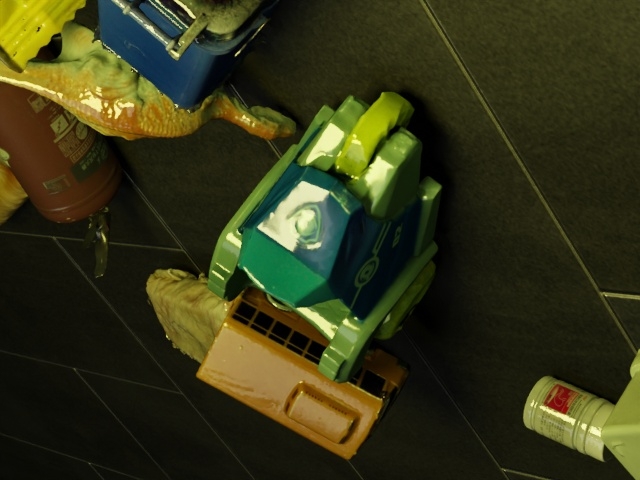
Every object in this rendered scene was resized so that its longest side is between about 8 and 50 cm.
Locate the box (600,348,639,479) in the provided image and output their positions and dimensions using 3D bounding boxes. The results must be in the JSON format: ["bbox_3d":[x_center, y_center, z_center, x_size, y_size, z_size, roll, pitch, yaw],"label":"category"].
[{"bbox_3d":[0.354,0.179,1.271,0.210,0.129,0.148,48,152,-15],"label":"box"}]

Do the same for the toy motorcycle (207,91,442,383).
[{"bbox_3d":[0.000,0.000,1.385,0.191,0.200,0.326,36,156,10],"label":"toy motorcycle"}]

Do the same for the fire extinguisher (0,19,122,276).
[{"bbox_3d":[-0.316,-0.115,1.701,0.114,0.135,0.337,-9,134,22],"label":"fire extinguisher"}]

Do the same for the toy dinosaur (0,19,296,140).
[{"bbox_3d":[-0.220,-0.159,1.399,0.205,0.393,0.092,59,137,40],"label":"toy dinosaur"}]

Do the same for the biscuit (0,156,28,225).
[{"bbox_3d":[-0.474,-0.130,1.970,0.237,0.062,0.290,43,155,-8],"label":"biscuit"}]

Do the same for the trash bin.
[{"bbox_3d":[-0.109,-0.208,1.226,0.162,0.184,0.234,41,160,1],"label":"trash bin"}]

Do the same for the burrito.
[{"bbox_3d":[-0.086,0.106,1.790,0.175,0.107,0.347,40,160,-33],"label":"burrito"}]

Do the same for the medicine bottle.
[{"bbox_3d":[0.254,0.177,1.485,0.091,0.058,0.058,22,150,32],"label":"medicine bottle"}]

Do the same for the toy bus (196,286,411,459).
[{"bbox_3d":[-0.017,0.136,1.555,0.201,0.114,0.098,29,122,1],"label":"toy bus"}]

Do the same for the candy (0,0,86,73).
[{"bbox_3d":[-0.305,-0.315,1.305,0.297,0.187,0.081,46,173,-17],"label":"candy"}]
